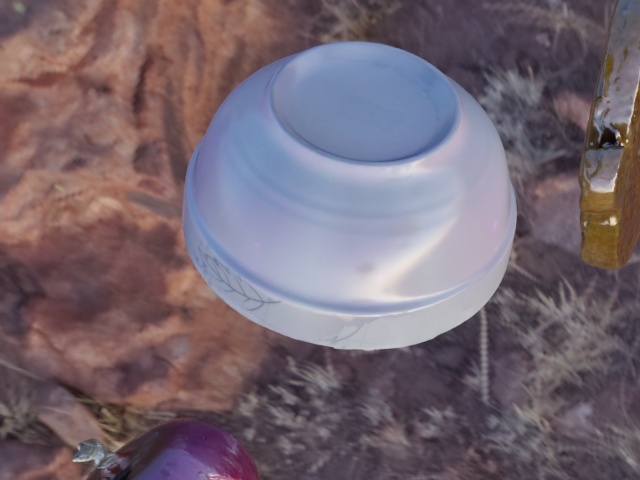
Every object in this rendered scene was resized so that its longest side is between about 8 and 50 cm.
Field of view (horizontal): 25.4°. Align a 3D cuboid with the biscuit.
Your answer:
[{"bbox_3d":[0.319,-0.131,1.490,0.063,0.367,0.314,16,41,20],"label":"biscuit"}]

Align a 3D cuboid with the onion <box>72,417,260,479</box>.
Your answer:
[{"bbox_3d":[-0.134,0.224,1.179,0.177,0.177,0.153,-43,78,2],"label":"onion"}]

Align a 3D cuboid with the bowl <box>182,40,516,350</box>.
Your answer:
[{"bbox_3d":[0.029,-0.061,1.177,0.287,0.143,0.287,4,46,-4],"label":"bowl"}]
